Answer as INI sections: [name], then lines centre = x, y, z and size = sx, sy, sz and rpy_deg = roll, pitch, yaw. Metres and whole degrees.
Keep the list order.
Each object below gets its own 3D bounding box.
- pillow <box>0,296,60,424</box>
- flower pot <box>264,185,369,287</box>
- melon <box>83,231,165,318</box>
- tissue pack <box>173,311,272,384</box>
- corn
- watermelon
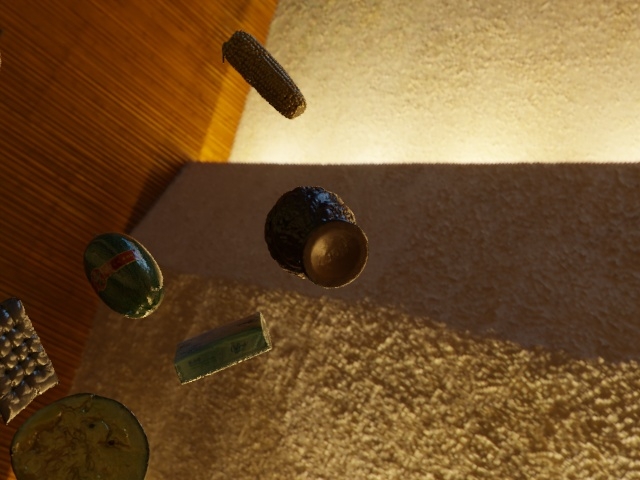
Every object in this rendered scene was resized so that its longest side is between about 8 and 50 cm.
[pillow]
centre = -0.950, 0.364, 2.370
size = 0.101, 0.326, 0.228
rpy_deg = 1, -153, 33
[flower pot]
centre = 0.000, 0.000, 2.158
size = 0.266, 0.267, 0.267
rpy_deg = -53, -154, 1
[melon]
centre = -0.542, 0.085, 2.128
size = 0.182, 0.182, 0.287
rpy_deg = -47, -111, 10
[tissue pack]
centre = -0.273, 0.294, 2.179
size = 0.263, 0.089, 0.177
rpy_deg = -23, -166, -1
[corn]
centre = -0.134, -0.399, 1.883
size = 0.091, 0.260, 0.091
rpy_deg = -32, 168, -49
[watermelon]
centre = -0.575, 0.546, 1.912
size = 0.189, 0.331, 0.330
rpy_deg = 109, -2, -63
